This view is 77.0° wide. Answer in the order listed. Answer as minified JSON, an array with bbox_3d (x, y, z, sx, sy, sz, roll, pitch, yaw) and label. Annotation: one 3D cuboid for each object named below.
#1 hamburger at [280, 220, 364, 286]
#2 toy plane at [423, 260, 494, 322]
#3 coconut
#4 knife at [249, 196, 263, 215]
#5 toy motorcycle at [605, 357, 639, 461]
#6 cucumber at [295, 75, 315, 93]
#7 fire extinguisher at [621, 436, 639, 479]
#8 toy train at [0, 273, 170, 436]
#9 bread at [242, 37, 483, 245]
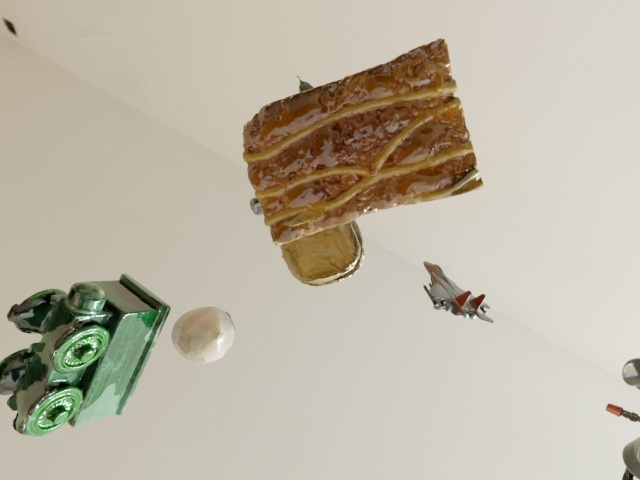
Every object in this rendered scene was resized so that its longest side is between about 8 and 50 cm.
[{"bbox_3d":[0.001,0.001,1.268,0.260,0.144,0.283,-12,-105,-1],"label":"hamburger"},{"bbox_3d":[0.392,0.154,1.261,0.223,0.104,0.326,13,-165,-19],"label":"toy plane"},{"bbox_3d":[-0.215,0.176,0.760,0.110,0.125,0.110,6,-100,-40],"label":"coconut"},{"bbox_3d":[-0.088,-0.142,1.234,0.266,0.073,0.040,-19,-116,-14],"label":"knife"},{"bbox_3d":[0.490,0.234,0.547,0.150,0.102,0.221,19,-140,42],"label":"toy motorcycle"},{"bbox_3d":[-0.003,-0.242,0.778,0.039,0.039,0.167,-25,-89,-29],"label":"cucumber"},{"bbox_3d":[0.748,0.470,0.884,0.093,0.294,0.118,24,-129,21],"label":"fire extinguisher"},{"bbox_3d":[-0.403,0.188,0.673,0.145,0.202,0.265,29,-82,22],"label":"toy train"},{"bbox_3d":[0.044,-0.116,0.523,0.114,0.275,0.184,-29,-76,-72],"label":"bread"}]
